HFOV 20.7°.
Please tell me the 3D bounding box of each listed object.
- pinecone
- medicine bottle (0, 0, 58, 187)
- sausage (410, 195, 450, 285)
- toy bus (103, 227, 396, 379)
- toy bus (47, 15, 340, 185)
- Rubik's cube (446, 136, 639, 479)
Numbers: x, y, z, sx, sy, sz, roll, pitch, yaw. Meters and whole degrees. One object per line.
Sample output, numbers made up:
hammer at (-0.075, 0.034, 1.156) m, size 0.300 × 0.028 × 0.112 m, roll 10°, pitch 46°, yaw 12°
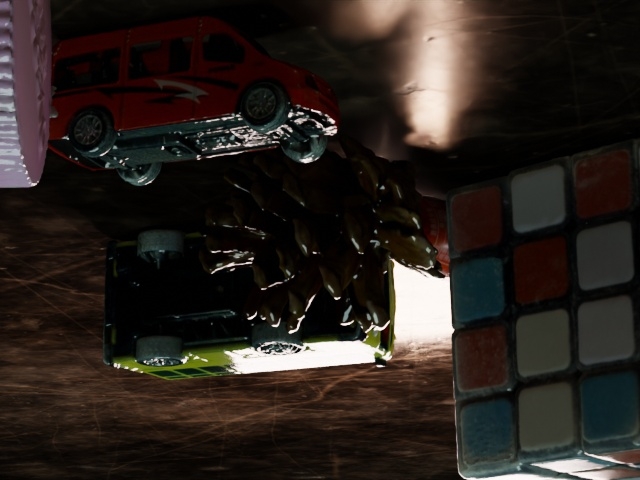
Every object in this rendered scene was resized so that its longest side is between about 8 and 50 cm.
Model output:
pinecone at (0.002, -0.004, 1.377) m, size 0.195 × 0.149 × 0.179 m, roll 1°, pitch 170°, yaw 3°
medicine bottle at (-0.296, -0.109, 0.935) m, size 0.291 × 0.178 × 0.178 m, roll -1°, pitch 164°, yaw -1°
sausage at (0.140, 0.012, 1.573) m, size 0.074 × 0.074 × 0.274 m, roll -14°, pitch 159°, yaw 39°
toy bus at (-0.058, 0.055, 1.617) m, size 0.262 × 0.128 × 0.150 m, roll -7°, pitch 164°, yaw 24°
toy bus at (-0.083, -0.095, 1.151) m, size 0.195 × 0.089 × 0.081 m, roll -6°, pitch 164°, yaw 21°
Rubik's cube at (0.277, 0.074, 1.463) m, size 0.253 × 0.256 × 0.259 m, roll -14°, pitch 159°, yaw 40°
